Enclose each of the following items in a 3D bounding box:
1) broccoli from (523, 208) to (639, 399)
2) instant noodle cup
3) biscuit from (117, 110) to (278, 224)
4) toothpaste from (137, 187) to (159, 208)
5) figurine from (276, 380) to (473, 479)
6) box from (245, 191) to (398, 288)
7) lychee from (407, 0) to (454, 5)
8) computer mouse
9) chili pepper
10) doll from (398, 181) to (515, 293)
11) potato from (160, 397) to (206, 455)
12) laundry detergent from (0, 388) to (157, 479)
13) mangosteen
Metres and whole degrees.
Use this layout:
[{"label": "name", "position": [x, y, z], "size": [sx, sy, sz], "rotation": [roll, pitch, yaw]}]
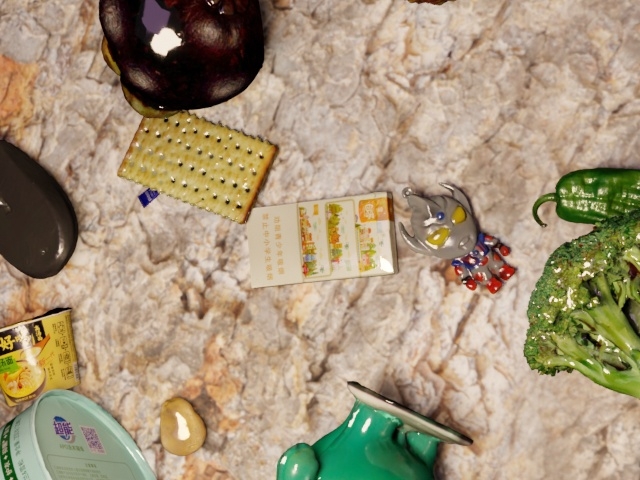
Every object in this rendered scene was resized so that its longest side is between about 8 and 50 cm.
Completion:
[{"label": "broccoli", "position": [0.404, 0.087, 1.510], "size": [0.308, 0.308, 0.275], "rotation": [-34, 39, 13]}, {"label": "instant noodle cup", "position": [-0.436, 0.178, 1.851], "size": [0.152, 0.151, 0.122], "rotation": [-19, 87, 16]}, {"label": "biscuit", "position": [-0.185, -0.121, 1.839], "size": [0.232, 0.016, 0.139], "rotation": [20, 80, 20]}, {"label": "toothpaste", "position": [-0.247, -0.082, 1.872], "size": [0.083, 0.015, 0.024], "rotation": [-36, 68, 17]}, {"label": "figurine", "position": [0.045, 0.375, 1.618], "size": [0.231, 0.324, 0.340], "rotation": [19, 82, 52]}, {"label": "box", "position": [0.000, 0.000, 1.776], "size": [0.221, 0.032, 0.122], "rotation": [-6, 83, 19]}, {"label": "lychee", "position": [0.139, -0.440, 1.669], "size": [0.271, 0.236, 0.235], "rotation": [16, 91, 43]}, {"label": "computer mouse", "position": [-0.460, -0.044, 1.900], "size": [0.270, 0.086, 0.137], "rotation": [43, 105, 25]}, {"label": "chili pepper", "position": [0.416, -0.045, 1.622], "size": [0.257, 0.074, 0.100], "rotation": [11, 89, 18]}, {"label": "doll", "position": [0.185, -0.005, 1.702], "size": [0.195, 0.062, 0.104], "rotation": [44, 100, 9]}, {"label": "potato", "position": [-0.208, 0.276, 1.808], "size": [0.068, 0.062, 0.083], "rotation": [-21, 104, -13]}, {"label": "laundry detergent", "position": [-0.423, 0.415, 1.750], "size": [0.305, 0.287, 0.287], "rotation": [-36, 76, 12]}, {"label": "mangosteen", "position": [-0.203, -0.311, 1.770], "size": [0.233, 0.287, 0.287], "rotation": [-16, 80, -12]}]
